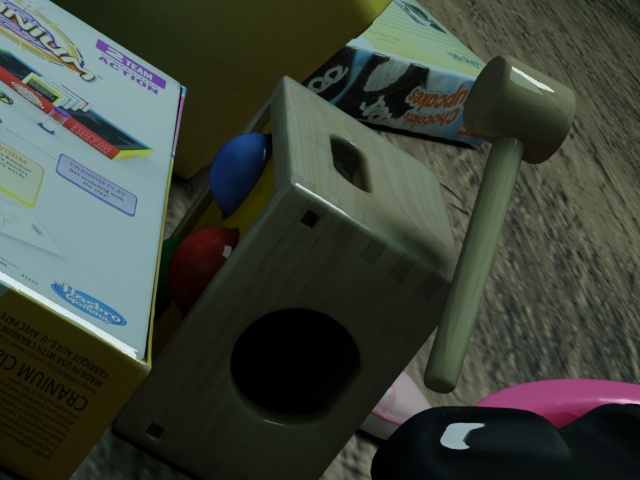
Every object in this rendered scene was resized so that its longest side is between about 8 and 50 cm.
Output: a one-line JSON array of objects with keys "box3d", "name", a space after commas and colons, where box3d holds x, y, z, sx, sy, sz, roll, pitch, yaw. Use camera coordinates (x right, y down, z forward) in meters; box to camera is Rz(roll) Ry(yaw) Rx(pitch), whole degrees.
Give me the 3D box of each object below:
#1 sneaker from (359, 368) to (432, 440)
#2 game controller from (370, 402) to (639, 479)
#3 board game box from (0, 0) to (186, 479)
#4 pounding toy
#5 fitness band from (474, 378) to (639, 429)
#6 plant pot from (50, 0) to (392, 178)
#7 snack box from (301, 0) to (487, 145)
[{"box3d": [0.012, 0.035, 0.906, 0.134, 0.070, 0.051, 39, 16, 5], "name": "sneaker"}, {"box3d": [0.148, 0.139, 0.653, 0.166, 0.067, 0.319, 0, 20, -30], "name": "game controller"}, {"box3d": [-0.176, -0.053, 0.787, 0.242, 0.064, 0.316, 32, 18, -13], "name": "board game box"}, {"box3d": [0.004, -0.001, 0.756, 0.094, 0.206, 0.181, 31, 19, -15], "name": "pounding toy"}, {"box3d": [0.187, 0.136, 0.834, 0.209, 0.054, 0.291, -12, 30, -35], "name": "fitness band"}, {"box3d": [-0.070, -0.158, 1.053, 0.187, 0.212, 0.212, 50, 17, -6], "name": "plant pot"}, {"box3d": [-0.005, -0.160, 1.377, 0.187, 0.060, 0.322, 46, 20, 26], "name": "snack box"}]
